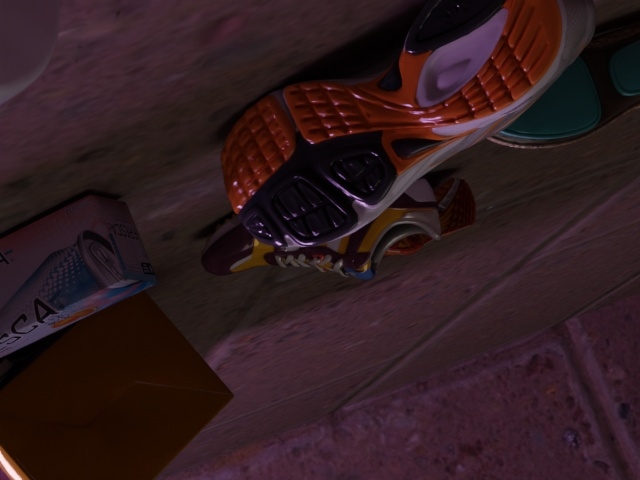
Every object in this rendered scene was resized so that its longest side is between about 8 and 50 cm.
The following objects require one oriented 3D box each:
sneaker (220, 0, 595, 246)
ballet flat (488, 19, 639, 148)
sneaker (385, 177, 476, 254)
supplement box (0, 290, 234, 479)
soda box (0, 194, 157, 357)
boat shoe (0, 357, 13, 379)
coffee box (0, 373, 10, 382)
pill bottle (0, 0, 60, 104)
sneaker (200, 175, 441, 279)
[{"bbox_3d":[0.058,-0.075,1.027,0.262,0.099,0.121,-28,173,33],"label":"sneaker"},{"bbox_3d":[0.184,-0.108,1.204,0.206,0.073,0.067,-15,-178,-20],"label":"ballet flat"},{"bbox_3d":[0.063,-0.015,1.428,0.067,0.064,0.175,-18,172,37],"label":"sneaker"},{"bbox_3d":[-0.211,0.162,1.367,0.194,0.129,0.191,-35,-173,48],"label":"supplement box"},{"bbox_3d":[-0.202,0.036,1.104,0.183,0.063,0.058,-26,170,14],"label":"soda box"},{"bbox_3d":[-0.322,0.124,1.227,0.095,0.079,0.254,-48,172,37],"label":"boat shoe"},{"bbox_3d":[-0.377,0.348,1.542,0.338,0.338,0.334,-18,169,-30],"label":"coffee box"},{"bbox_3d":[-0.211,-0.036,0.477,0.264,0.153,0.153,-28,168,23],"label":"pill bottle"},{"bbox_3d":[0.000,0.000,1.296,0.185,0.084,0.069,-25,169,10],"label":"sneaker"}]
